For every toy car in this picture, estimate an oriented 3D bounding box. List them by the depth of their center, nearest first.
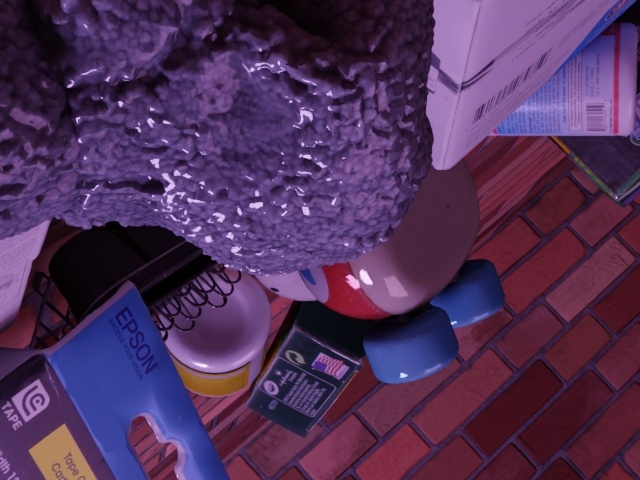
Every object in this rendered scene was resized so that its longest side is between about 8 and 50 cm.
[{"bbox_3d":[0.000,0.000,0.977,0.238,0.219,0.210,-14,-168,34],"label":"toy car"}]

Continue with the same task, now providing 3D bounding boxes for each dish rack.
[{"bbox_3d":[-0.133,0.043,0.870,0.208,0.074,0.271,-34,167,-36],"label":"dish rack"}]

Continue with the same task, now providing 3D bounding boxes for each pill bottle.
[{"bbox_3d":[0.166,-0.126,0.893,0.087,0.160,0.087,1,90,-75],"label":"pill bottle"},{"bbox_3d":[-0.102,0.095,1.104,0.103,0.103,0.184,-39,169,-16],"label":"pill bottle"}]

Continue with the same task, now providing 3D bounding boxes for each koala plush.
[{"bbox_3d":[-0.095,-0.057,0.365,0.221,0.203,0.196,-21,159,-33],"label":"koala plush"}]

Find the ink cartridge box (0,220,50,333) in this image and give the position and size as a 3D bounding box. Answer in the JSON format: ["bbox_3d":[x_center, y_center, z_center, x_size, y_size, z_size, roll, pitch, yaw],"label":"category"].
[{"bbox_3d":[-0.210,0.017,0.535,0.181,0.056,0.224,-37,170,-38],"label":"ink cartridge box"}]

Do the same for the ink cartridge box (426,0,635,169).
[{"bbox_3d":[0.123,-0.196,0.701,0.223,0.129,0.307,-41,170,-6],"label":"ink cartridge box"}]

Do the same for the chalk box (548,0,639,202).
[{"bbox_3d":[0.272,-0.146,1.002,0.180,0.289,0.179,-44,170,12],"label":"chalk box"}]

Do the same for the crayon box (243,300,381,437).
[{"bbox_3d":[0.036,0.029,1.211,0.318,0.081,0.202,-63,-178,-35],"label":"crayon box"}]

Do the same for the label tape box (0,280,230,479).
[{"bbox_3d":[-0.230,0.205,0.707,0.348,0.115,0.249,-39,127,-27],"label":"label tape box"}]
